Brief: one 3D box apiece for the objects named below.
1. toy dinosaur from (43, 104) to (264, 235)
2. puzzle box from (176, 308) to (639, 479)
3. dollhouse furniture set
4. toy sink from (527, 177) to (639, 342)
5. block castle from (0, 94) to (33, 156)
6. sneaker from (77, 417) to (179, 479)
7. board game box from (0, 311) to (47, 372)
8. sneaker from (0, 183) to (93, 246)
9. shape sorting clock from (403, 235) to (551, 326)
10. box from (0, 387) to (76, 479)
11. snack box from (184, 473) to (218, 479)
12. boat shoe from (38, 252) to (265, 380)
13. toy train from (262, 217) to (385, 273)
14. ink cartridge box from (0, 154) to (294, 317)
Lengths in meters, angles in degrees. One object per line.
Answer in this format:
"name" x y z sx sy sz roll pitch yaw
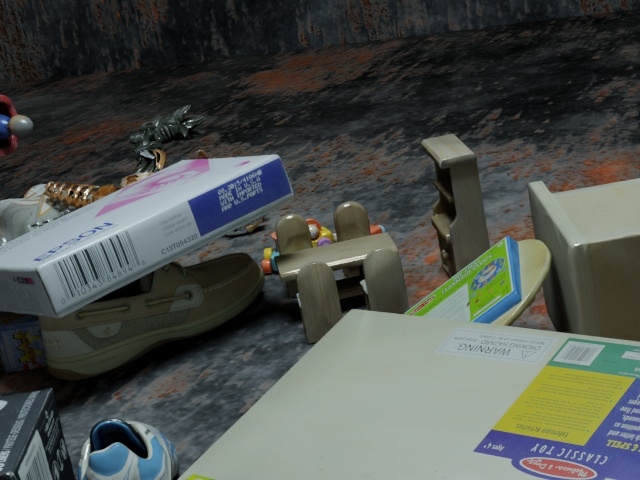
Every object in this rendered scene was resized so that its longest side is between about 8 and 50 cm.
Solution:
"toy dinosaur" -0.236 -0.078 1.997 0.322 0.164 0.218 19 37 -4
"puzzle box" 0.113 0.166 1.101 0.409 0.052 0.272 5 34 41
"dollhouse furniture set" 0.064 -0.013 1.589 0.242 0.161 0.212 -12 18 -4
"toy sink" 0.295 0.029 1.338 0.131 0.153 0.234 -10 16 1
"block castle" -0.553 -0.074 1.676 0.213 0.303 0.453 -3 -10 25
"sneaker" -0.171 0.188 1.207 0.085 0.086 0.237 -15 7 -7
"board game box" -0.400 0.117 1.632 0.194 0.060 0.194 -22 19 -31
"sneaker" -0.403 -0.027 2.038 0.121 0.099 0.262 -2 20 12
"shape sorting clock" 0.146 0.075 1.352 0.206 0.040 0.206 -40 17 15
"box" -0.342 0.232 1.095 0.270 0.143 0.165 -11 17 3
"snack box" -0.092 0.258 0.987 0.174 0.070 0.207 4 25 38
"boat shoe" -0.193 0.064 1.607 0.302 0.098 0.109 -23 21 -34
"toy train" 0.000 0.000 1.781 0.166 0.046 0.125 -25 22 -39
"ink cartridge box" -0.248 -0.011 1.614 0.324 0.071 0.330 -29 17 -31
